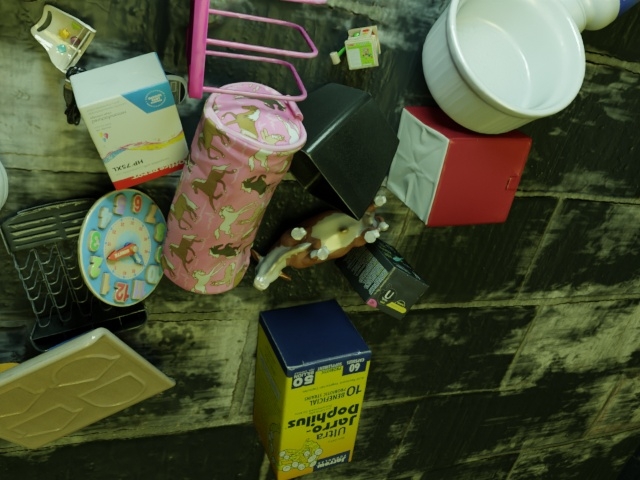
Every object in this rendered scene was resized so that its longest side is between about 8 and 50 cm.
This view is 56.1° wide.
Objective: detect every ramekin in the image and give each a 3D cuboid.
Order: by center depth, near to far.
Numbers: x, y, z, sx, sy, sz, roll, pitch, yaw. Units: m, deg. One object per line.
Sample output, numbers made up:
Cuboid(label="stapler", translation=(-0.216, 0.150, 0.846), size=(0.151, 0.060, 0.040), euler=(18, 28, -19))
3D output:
Cuboid(label="ramekin", translation=(0.319, -0.328, 1.080), size=(0.277, 0.135, 0.277), euler=(5, 75, -20))

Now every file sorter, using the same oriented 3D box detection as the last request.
Cuboid(label="file sorter", translation=(-0.090, -0.368, 0.858), size=(0.182, 0.202, 0.290), euler=(2, 123, -15))

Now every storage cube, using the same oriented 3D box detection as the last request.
Cuboid(label="storage cube", translation=(0.271, -0.151, 1.217), size=(0.193, 0.183, 0.214), euler=(-3, 122, -23))

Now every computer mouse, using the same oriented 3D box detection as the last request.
Cuboid(label="computer mouse", translation=(-0.310, -0.240, 0.960), size=(0.193, 0.042, 0.106), euler=(-12, 147, -25))

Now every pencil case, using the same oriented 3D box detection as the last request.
Cuboid(label="pencil case", translation=(-0.154, -0.075, 1.006), size=(0.160, 0.167, 0.386), euler=(29, 133, 0))

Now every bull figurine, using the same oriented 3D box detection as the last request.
Cuboid(label="bull figurine", translation=(0.000, 0.000, 1.208), size=(0.310, 0.188, 0.101), euler=(-27, 93, -18))

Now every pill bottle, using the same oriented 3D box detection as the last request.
Cuboid(label="pill bottle", translation=(0.544, -0.501, 1.142), size=(0.272, 0.152, 0.152), euler=(-37, 129, 1))

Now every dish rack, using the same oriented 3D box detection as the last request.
Cuboid(label="dish rack", translation=(-0.440, 0.058, 1.077), size=(0.208, 0.074, 0.271), euler=(-15, 126, -18))

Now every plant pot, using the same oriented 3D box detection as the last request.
Cuboid(label="plant pot", translation=(0.029, -0.178, 1.092), size=(0.167, 0.188, 0.187), euler=(-47, 129, -6))

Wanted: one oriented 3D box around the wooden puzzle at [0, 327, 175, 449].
Cuboid(label="wooden puzzle", translation=(-0.488, 0.274, 1.140), size=(0.322, 0.080, 0.348), euler=(-24, 151, -2))

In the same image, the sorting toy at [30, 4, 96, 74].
Cuboid(label="sorting toy", translation=(-0.384, -0.306, 0.889), size=(0.075, 0.045, 0.083), euler=(35, 113, -25))

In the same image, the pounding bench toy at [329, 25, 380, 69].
Cuboid(label="pounding bench toy", translation=(0.061, -0.344, 1.071), size=(0.083, 0.065, 0.052), euler=(-4, 129, 14))

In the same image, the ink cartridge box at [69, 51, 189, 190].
Cuboid(label="ink cartridge box", translation=(-0.289, -0.168, 0.957), size=(0.134, 0.078, 0.231), euler=(-21, 147, -12))

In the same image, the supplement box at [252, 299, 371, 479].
Cuboid(label="supplement box", translation=(-0.031, 0.345, 1.387), size=(0.194, 0.195, 0.356), euler=(-8, 124, -22))

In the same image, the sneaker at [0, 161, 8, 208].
Cuboid(label="sneaker", translation=(-0.552, -0.014, 0.925), size=(0.114, 0.152, 0.305), euler=(5, 117, -26))

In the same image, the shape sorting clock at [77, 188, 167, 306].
Cuboid(label="shape sorting clock", translation=(-0.335, 0.013, 1.046), size=(0.206, 0.040, 0.206), euler=(-24, 117, -58))

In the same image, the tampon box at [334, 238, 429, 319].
Cuboid(label="tampon box", translation=(0.131, 0.074, 1.311), size=(0.120, 0.161, 0.101), euler=(28, 106, -36))
